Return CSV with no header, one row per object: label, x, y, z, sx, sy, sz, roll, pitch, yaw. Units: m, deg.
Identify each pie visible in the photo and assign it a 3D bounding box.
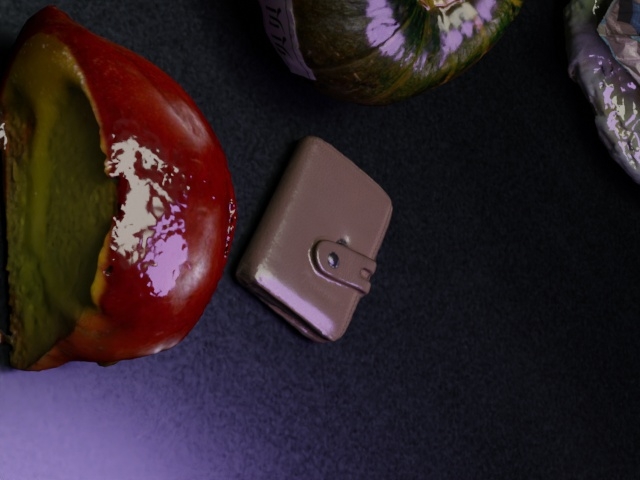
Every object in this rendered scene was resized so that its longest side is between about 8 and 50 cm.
pie,0.362,-0.172,1.968,0.306,0.071,0.306,10,76,-41

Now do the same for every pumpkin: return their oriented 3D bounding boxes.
pumpkin,0.055,-0.248,1.644,0.260,0.189,0.260,-12,115,-27

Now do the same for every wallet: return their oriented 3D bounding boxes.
wallet,0.000,0.000,1.636,0.118,0.039,0.153,38,58,-27

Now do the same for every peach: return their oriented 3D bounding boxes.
peach,-0.145,-0.043,1.448,0.154,0.159,0.267,4,77,-47

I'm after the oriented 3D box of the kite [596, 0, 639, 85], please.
kite,0.387,-0.192,1.938,0.368,0.014,0.406,0,78,-43
